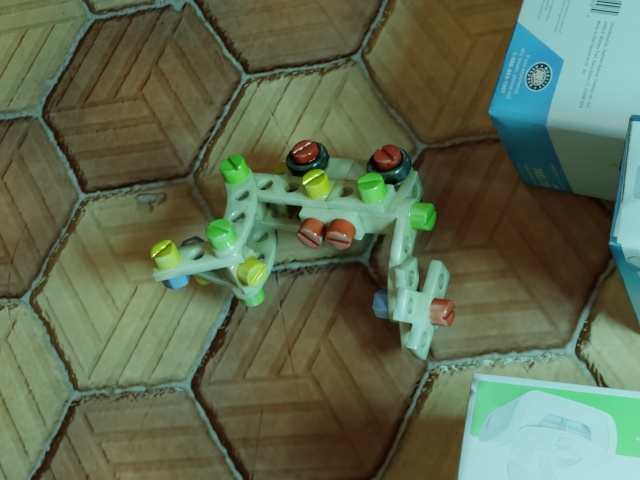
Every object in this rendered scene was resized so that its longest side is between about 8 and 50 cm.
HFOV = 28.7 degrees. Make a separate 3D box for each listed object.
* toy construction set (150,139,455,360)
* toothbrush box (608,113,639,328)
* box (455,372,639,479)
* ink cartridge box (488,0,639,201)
[{"bbox_3d":[0.000,0.000,1.352,0.327,0.151,0.215,16,53,17],"label":"toy construction set"},{"bbox_3d":[0.391,0.008,1.125,0.216,0.295,0.126,7,72,23],"label":"toothbrush box"},{"bbox_3d":[0.275,0.216,1.128,0.262,0.231,0.127,5,73,22],"label":"box"},{"bbox_3d":[0.340,-0.153,1.256,0.270,0.197,0.198,13,76,24],"label":"ink cartridge box"}]
